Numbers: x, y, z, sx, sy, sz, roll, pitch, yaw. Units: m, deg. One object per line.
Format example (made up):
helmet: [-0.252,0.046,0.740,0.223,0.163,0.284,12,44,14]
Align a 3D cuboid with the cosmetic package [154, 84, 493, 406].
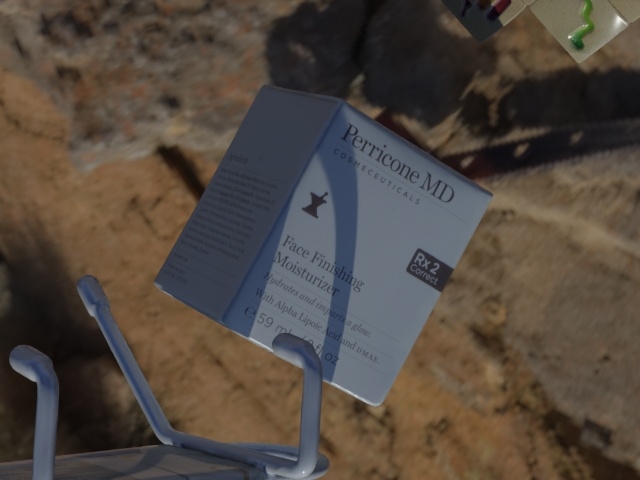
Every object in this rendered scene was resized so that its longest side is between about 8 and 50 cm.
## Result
cosmetic package: [0.000,0.000,1.309,0.151,0.151,0.183,30,87,-26]

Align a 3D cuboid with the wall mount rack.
wall mount rack: [-0.171,0.102,1.178,0.304,0.350,0.130,6,95,51]

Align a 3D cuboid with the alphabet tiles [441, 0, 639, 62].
alphabet tiles: [0.159,-0.286,1.194,0.285,0.011,0.342,48,136,-3]
